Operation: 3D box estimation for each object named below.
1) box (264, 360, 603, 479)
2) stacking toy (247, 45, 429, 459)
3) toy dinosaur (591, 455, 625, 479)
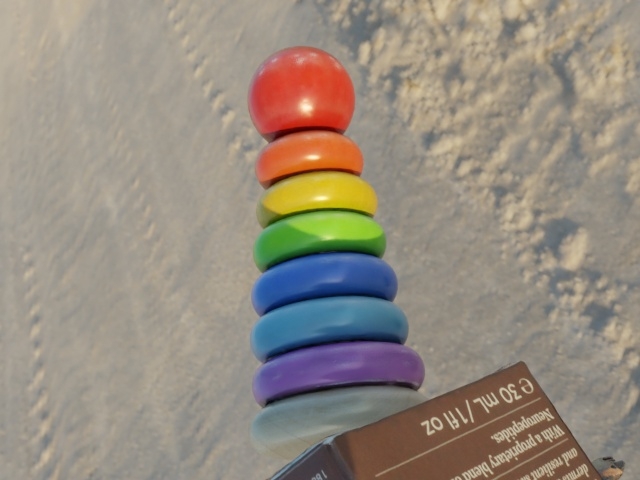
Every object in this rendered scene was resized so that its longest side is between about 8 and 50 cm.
[{"bbox_3d":[0.119,0.269,0.541,0.143,0.191,0.381,-44,69,37],"label":"box"},{"bbox_3d":[0.000,0.000,0.822,0.141,0.141,0.330,-30,60,49],"label":"stacking toy"},{"bbox_3d":[0.308,0.422,1.489,0.200,0.127,0.295,-145,72,-76],"label":"toy dinosaur"}]
